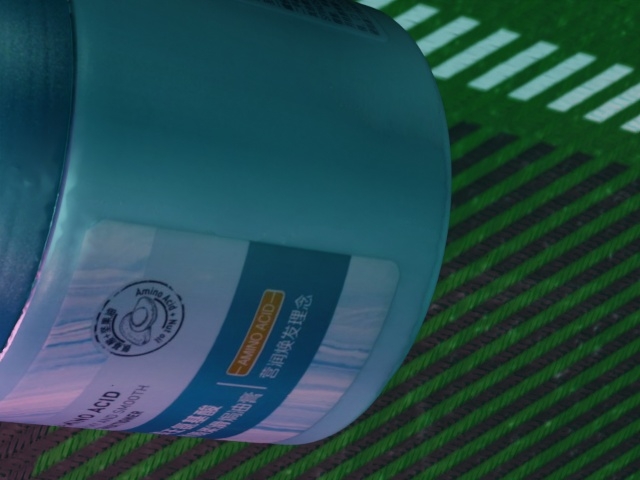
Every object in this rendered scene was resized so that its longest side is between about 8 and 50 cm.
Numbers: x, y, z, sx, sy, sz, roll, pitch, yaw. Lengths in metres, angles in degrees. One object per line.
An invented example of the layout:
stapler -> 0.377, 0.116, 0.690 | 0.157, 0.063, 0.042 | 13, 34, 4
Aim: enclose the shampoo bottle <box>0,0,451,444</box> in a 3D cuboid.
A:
shampoo bottle -> -0.136, -0.037, 1.278 | 0.342, 0.331, 0.331 | 10, 110, -32
